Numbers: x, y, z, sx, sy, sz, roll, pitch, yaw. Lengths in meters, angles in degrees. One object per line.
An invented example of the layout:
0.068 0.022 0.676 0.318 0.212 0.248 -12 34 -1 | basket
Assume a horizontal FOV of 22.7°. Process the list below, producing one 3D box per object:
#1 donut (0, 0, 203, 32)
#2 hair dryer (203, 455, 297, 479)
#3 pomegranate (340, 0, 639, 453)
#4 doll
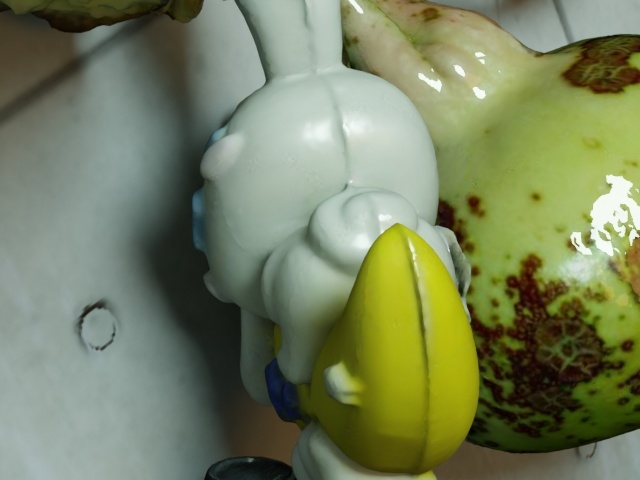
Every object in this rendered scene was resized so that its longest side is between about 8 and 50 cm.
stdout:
-0.054 -0.207 0.547 0.136 0.345 0.259 4 93 -27 | donut
0.011 0.187 0.829 0.219 0.075 0.196 -16 113 -50 | hair dryer
0.113 -0.027 0.812 0.222 0.204 0.277 -42 118 -25 | pomegranate
0.000 0.000 0.704 0.111 0.237 0.252 -12 141 -8 | doll
